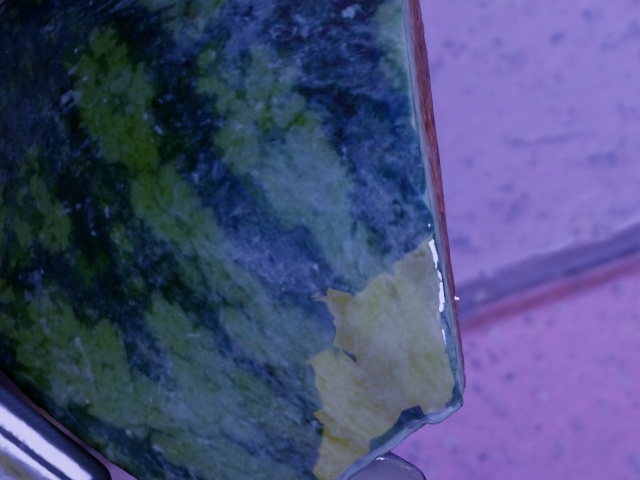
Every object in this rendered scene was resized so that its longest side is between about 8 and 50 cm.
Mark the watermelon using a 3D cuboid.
[{"bbox_3d":[0.006,-0.024,0.907,0.293,0.283,0.250,-5,144,-44],"label":"watermelon"}]

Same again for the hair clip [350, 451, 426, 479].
[{"bbox_3d":[0.015,0.232,1.090,0.146,0.075,0.257,-14,102,-5],"label":"hair clip"}]

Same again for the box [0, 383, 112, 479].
[{"bbox_3d":[-0.193,0.077,0.934,0.160,0.230,0.050,40,75,-16],"label":"box"}]
